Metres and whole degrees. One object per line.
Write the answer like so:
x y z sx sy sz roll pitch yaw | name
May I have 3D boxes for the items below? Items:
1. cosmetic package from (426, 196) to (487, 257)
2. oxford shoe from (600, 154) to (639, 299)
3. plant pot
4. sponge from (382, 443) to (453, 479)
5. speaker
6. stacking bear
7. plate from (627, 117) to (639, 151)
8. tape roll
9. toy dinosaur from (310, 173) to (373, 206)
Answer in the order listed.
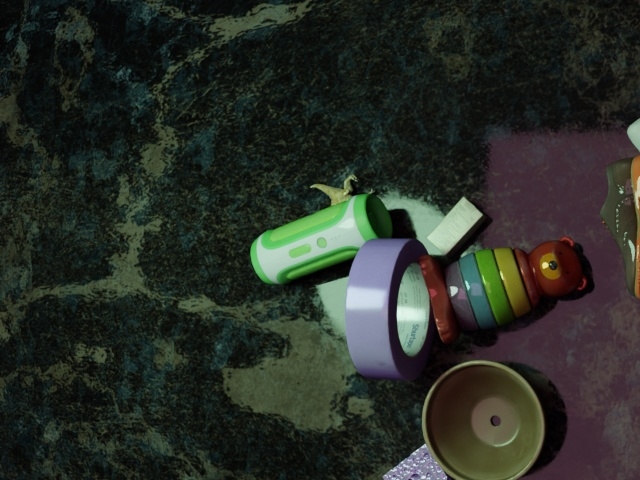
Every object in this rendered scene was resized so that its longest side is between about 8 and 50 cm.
0.279 -0.026 1.924 0.115 0.041 0.060 -47 66 12 | cosmetic package
0.581 -0.021 1.765 0.098 0.097 0.271 -8 74 45 | oxford shoe
0.324 0.350 1.812 0.237 0.109 0.237 -4 80 25 | plant pot
0.225 0.523 1.865 0.117 0.031 0.210 -39 62 12 | sponge
0.000 0.000 1.991 0.296 0.131 0.131 -21 74 30 | speaker
0.357 0.081 1.810 0.289 0.164 0.175 -17 73 11 | stacking bear
0.750 -0.187 1.721 0.278 0.045 0.277 -38 69 16 | plate
0.142 0.133 1.837 0.090 0.275 0.275 1 83 25 | tape roll
0.051 -0.098 2.037 0.183 0.053 0.093 40 101 25 | toy dinosaur
